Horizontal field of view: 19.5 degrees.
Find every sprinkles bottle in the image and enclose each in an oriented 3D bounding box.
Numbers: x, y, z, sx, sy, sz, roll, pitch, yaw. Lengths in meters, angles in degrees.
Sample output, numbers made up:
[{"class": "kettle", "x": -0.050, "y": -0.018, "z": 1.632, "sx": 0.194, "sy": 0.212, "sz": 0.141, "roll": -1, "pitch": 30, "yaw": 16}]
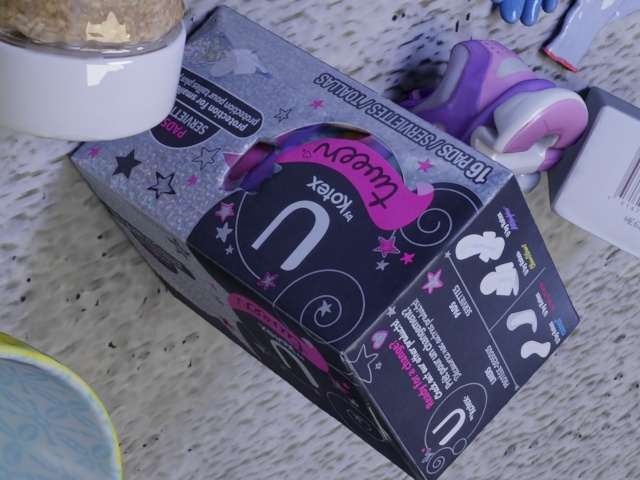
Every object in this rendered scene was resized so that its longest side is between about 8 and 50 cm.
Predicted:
[{"class": "sprinkles bottle", "x": -0.107, "y": -0.229, "z": 0.899, "sx": 0.121, "sy": 0.121, "sz": 0.355, "roll": -15, "pitch": 127, "yaw": -40}]

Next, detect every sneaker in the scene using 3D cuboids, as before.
[{"class": "sneaker", "x": 0.082, "y": -0.047, "z": 1.271, "sx": 0.095, "sy": 0.104, "sz": 0.236, "roll": -10, "pitch": 146, "yaw": -44}]

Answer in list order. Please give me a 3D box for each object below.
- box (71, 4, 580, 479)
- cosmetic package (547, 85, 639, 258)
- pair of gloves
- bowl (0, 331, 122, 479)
[{"class": "box", "x": 0.000, "y": 0.000, "z": 1.080, "sx": 0.142, "sy": 0.247, "sz": 0.163, "roll": -47, "pitch": 142, "yaw": -12}, {"class": "cosmetic package", "x": 0.228, "y": -0.044, "z": 1.316, "sx": 0.085, "sy": 0.117, "sz": 0.231, "roll": -63, "pitch": 177, "yaw": 9}, {"class": "pair of gloves", "x": 0.194, "y": -0.205, "z": 1.325, "sx": 0.159, "sy": 0.023, "sz": 0.198, "roll": -57, "pitch": 142, "yaw": 2}, {"class": "bowl", "x": -0.265, "y": 0.145, "z": 0.977, "sx": 0.289, "sy": 0.156, "sz": 0.289, "roll": -27, "pitch": 134, "yaw": -32}]
